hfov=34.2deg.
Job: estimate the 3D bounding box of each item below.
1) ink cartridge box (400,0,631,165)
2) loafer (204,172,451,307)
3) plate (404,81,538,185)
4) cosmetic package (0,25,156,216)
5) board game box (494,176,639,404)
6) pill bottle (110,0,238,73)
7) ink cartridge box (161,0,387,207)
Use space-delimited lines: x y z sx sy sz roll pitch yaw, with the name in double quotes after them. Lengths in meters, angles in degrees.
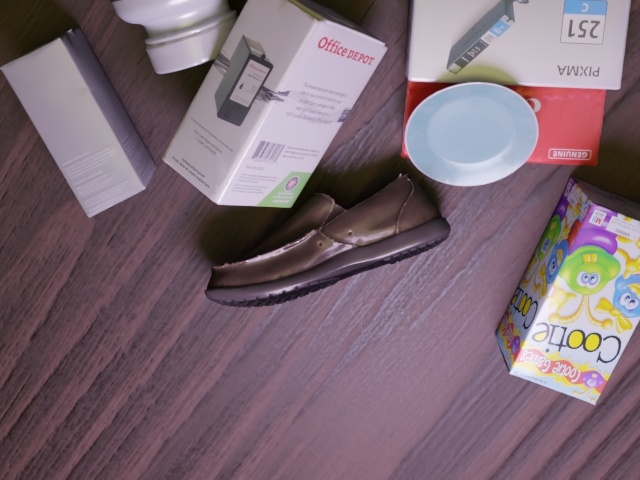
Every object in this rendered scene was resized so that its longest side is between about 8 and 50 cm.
0.267 -0.229 1.454 0.296 0.066 0.261 2 108 0 "ink cartridge box"
0.000 0.000 1.519 0.366 0.134 0.130 -18 81 -3 "loafer"
0.212 -0.153 1.468 0.188 0.024 0.188 1 134 1 "plate"
-0.331 -0.168 1.448 0.107 0.127 0.238 -27 105 9 "cosmetic package"
0.383 0.072 1.515 0.144 0.142 0.275 20 108 -6 "board game box"
-0.206 -0.388 1.344 0.176 0.176 0.318 -16 108 6 "pill bottle"
-0.058 -0.187 1.391 0.115 0.198 0.273 38 107 23 "ink cartridge box"
